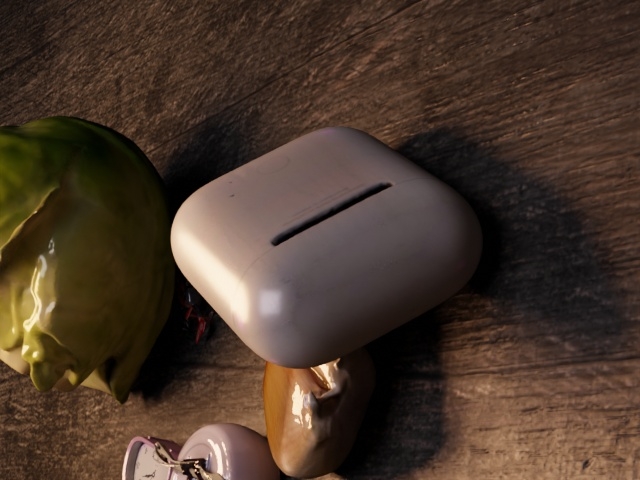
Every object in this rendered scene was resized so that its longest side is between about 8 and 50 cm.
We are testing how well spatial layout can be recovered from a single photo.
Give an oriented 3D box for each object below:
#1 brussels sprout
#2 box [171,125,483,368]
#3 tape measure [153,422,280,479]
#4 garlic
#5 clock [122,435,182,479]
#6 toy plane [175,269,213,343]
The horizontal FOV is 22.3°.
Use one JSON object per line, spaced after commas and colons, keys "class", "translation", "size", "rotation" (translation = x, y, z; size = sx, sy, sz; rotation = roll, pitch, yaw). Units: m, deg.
{"class": "brussels sprout", "translation": [-0.368, 0.007, 2.307], "size": [0.342, 0.425, 0.361], "rotation": [31, 87, 30]}
{"class": "box", "translation": [0.000, -0.001, 1.822], "size": [0.349, 0.288, 0.141], "rotation": [41, 154, 57]}
{"class": "tape measure", "translation": [-0.134, 0.318, 2.033], "size": [0.196, 0.105, 0.178], "rotation": [-28, 53, 52]}
{"class": "garlic", "translation": [0.001, 0.173, 1.885], "size": [0.228, 0.110, 0.217], "rotation": [-117, 38, -64]}
{"class": "clock", "translation": [-0.222, 0.332, 2.221], "size": [0.152, 0.050, 0.110], "rotation": [16, 90, 59]}
{"class": "toy plane", "translation": [-0.182, 0.084, 2.284], "size": [0.060, 0.037, 0.145], "rotation": [-64, 31, 24]}
